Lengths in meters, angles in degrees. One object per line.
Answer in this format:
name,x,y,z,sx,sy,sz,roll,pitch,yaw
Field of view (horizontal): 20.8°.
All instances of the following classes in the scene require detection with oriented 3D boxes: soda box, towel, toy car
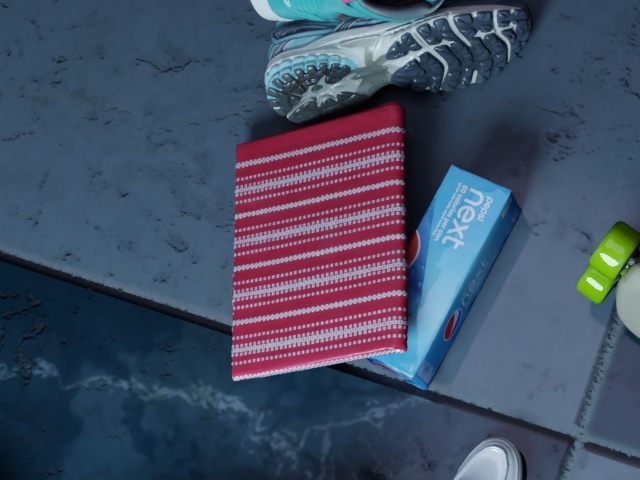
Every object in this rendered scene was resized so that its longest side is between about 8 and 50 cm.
soda box,0.117,0.037,1.726,0.071,0.067,0.210,26,82,22
towel,0.000,0.000,1.751,0.199,0.031,0.274,-13,62,27
toy car,0.361,0.006,1.634,0.155,0.149,0.188,36,74,11

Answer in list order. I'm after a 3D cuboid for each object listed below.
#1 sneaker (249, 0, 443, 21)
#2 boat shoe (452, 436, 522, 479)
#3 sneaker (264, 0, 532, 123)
sneaker,0.081,-0.310,1.746,0.178,0.123,0.295,13,45,42
boat shoe,0.130,0.267,1.653,0.066,0.063,0.184,34,85,22
sneaker,0.075,-0.221,1.798,0.283,0.110,0.122,-12,55,6
